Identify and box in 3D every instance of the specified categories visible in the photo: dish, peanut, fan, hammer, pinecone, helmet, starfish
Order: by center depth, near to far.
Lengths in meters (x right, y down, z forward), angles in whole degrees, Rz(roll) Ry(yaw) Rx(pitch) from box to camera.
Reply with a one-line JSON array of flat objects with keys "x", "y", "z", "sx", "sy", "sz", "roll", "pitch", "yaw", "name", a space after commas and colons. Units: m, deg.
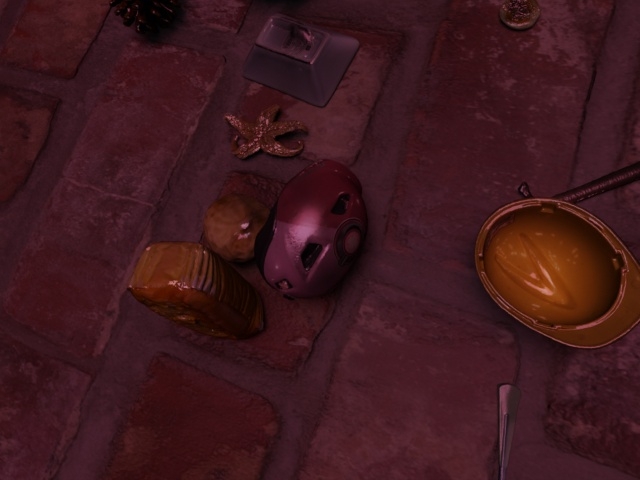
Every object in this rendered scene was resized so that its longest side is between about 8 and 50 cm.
[{"x": 0.377, "y": 0.059, "z": 0.725, "sx": 0.205, "sy": 0.140, "sz": 0.257, "roll": -41, "pitch": 65, "yaw": 2, "name": "helmet"}, {"x": 0.311, "y": 0.340, "z": 0.735, "sx": 0.038, "sy": 0.016, "sz": 0.193, "roll": 7, "pitch": 77, "yaw": 13, "name": "fan"}, {"x": 0.523, "y": -0.106, "z": 0.793, "sx": 0.297, "sy": 0.027, "sz": 0.125, "roll": -23, "pitch": 71, "yaw": 7, "name": "hammer"}, {"x": 0.000, "y": 0.000, "z": 0.795, "sx": 0.253, "sy": 0.198, "sz": 0.154, "roll": -46, "pitch": 45, "yaw": 11, "name": "helmet"}, {"x": -0.170, "y": -0.026, "z": 0.903, "sx": 0.159, "sy": 0.109, "sz": 0.140, "roll": 35, "pitch": 76, "yaw": 32, "name": "peanut"}, {"x": -0.134, "y": -0.246, "z": 0.978, "sx": 0.210, "sy": 0.053, "sz": 0.150, "roll": 27, "pitch": 79, "yaw": 20, "name": "starfish"}, {"x": -0.058, "y": -0.432, "z": 0.994, "sx": 0.243, "sy": 0.080, "sz": 0.181, "roll": 27, "pitch": 83, "yaw": 18, "name": "dish"}, {"x": -0.438, "y": -0.616, "z": 1.097, "sx": 0.179, "sy": 0.150, "sz": 0.195, "roll": 11, "pitch": 79, "yaw": 16, "name": "pinecone"}]

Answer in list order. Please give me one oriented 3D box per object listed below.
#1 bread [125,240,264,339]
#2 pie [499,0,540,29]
[{"x": -0.209, "y": 0.097, "z": 0.790, "sx": 0.153, "sy": 0.288, "sz": 0.119, "roll": 0, "pitch": 66, "yaw": 13, "name": "bread"}, {"x": 0.419, "y": -0.478, "z": 0.918, "sx": 0.085, "sy": 0.017, "sz": 0.085, "roll": -4, "pitch": 75, "yaw": 14, "name": "pie"}]
